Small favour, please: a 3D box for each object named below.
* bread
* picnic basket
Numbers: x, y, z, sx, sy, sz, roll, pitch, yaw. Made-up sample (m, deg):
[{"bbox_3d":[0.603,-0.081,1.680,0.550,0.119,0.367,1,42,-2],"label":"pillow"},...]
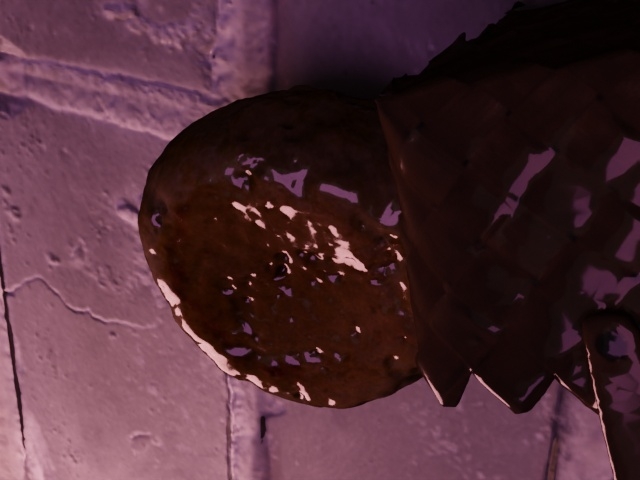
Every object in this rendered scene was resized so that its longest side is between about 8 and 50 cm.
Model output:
[{"bbox_3d":[0.000,0.000,0.945,0.230,0.123,0.230,10,127,13],"label":"bread"},{"bbox_3d":[0.203,0.021,0.772,0.291,0.254,0.321,-6,105,31],"label":"picnic basket"}]
